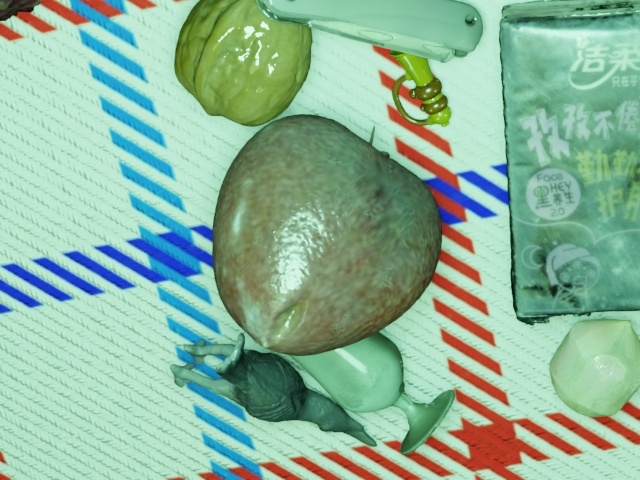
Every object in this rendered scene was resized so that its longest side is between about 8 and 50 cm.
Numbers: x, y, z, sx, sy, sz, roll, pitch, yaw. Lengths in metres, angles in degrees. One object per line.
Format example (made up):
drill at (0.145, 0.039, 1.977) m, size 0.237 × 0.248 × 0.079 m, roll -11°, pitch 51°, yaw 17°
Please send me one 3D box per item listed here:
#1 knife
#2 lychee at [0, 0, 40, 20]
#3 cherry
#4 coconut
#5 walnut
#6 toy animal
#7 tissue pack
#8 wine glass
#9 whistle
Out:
knife at (0.056, -0.245, 1.564) m, size 0.265 × 0.040 × 0.073 m, roll 9°, pitch 77°, yaw -22°
lychee at (-0.348, -0.365, 1.528) m, size 0.271 × 0.271 × 0.271 m, roll 2°, pitch 110°, yaw 6°
cherry at (0.000, 0.000, 1.605) m, size 0.261 × 0.307 × 0.221 m, roll 34°, pitch 153°, yaw -12°
coconut at (0.335, 0.143, 1.709) m, size 0.110 × 0.110 × 0.124 m, roll 32°, pitch 113°, yaw -6°
walnut at (-0.085, -0.212, 1.599) m, size 0.166 × 0.149 × 0.166 m, roll -1°, pitch 87°, yaw 21°
toy animal at (-0.088, 0.165, 1.722) m, size 0.206 × 0.367 × 0.081 m, roll 14°, pitch 75°, yaw 33°
tissue pack at (0.335, -0.094, 1.611) m, size 0.259 × 0.122 × 0.361 m, roll -4°, pitch 108°, yaw 6°
wine glass at (0.044, 0.152, 1.742) m, size 0.231 × 0.103 × 0.103 m, roll 39°, pitch 110°, yaw -4°
whistle at (0.111, -0.174, 1.645) m, size 0.057 × 0.046 × 0.109 m, roll -23°, pitch 113°, yaw -1°
